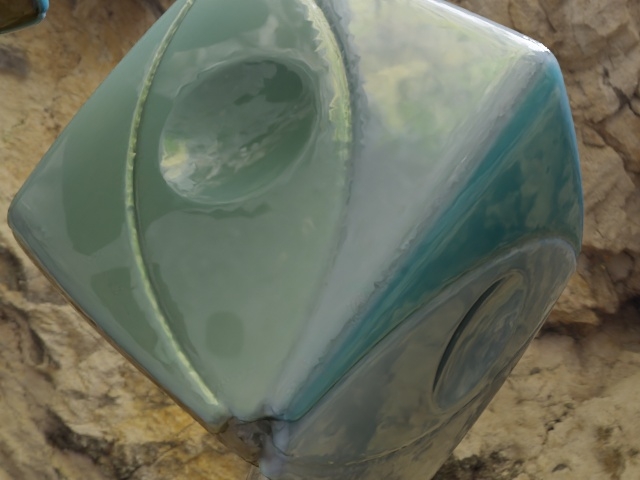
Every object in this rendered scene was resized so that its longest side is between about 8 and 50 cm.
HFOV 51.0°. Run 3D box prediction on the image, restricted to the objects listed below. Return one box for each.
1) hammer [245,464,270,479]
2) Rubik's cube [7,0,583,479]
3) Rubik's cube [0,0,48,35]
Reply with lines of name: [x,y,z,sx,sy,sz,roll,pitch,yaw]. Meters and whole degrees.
hammer: [-0.081,0.317,0.788,0.111,0.365,0.044,-12,-84,4]
Rubik's cube: [0.000,0.000,0.608,0.347,0.352,0.351,32,-104,34]
Rubik's cube: [-0.296,-0.229,0.505,0.254,0.254,0.255,-7,-103,32]
